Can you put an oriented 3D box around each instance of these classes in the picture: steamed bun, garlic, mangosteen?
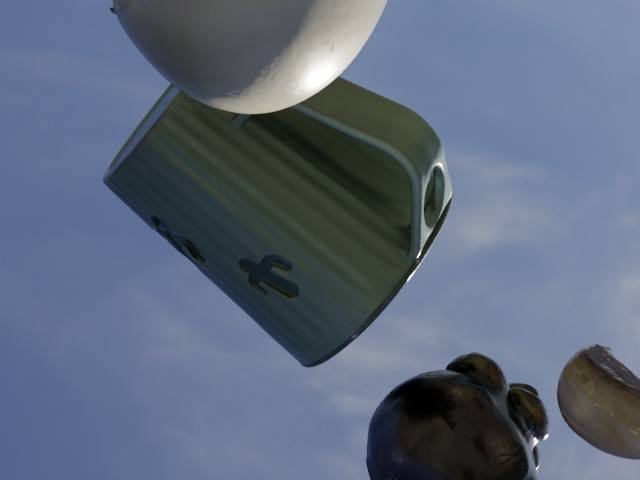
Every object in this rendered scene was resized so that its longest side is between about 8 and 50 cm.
[{"bbox_3d":[-0.040,-0.277,1.533,0.206,0.324,0.324,28,-152,22],"label":"steamed bun"},{"bbox_3d":[0.359,0.194,1.829,0.198,0.090,0.128,32,-146,35],"label":"garlic"},{"bbox_3d":[0.201,0.297,2.224,0.287,0.233,0.288,35,-144,-31],"label":"mangosteen"}]

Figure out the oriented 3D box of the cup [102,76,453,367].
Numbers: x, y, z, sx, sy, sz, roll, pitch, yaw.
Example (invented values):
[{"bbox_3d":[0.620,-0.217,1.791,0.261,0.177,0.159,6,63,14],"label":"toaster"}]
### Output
[{"bbox_3d":[-0.027,-0.087,2.075,0.392,0.401,0.310,38,-155,-12],"label":"cup"}]
